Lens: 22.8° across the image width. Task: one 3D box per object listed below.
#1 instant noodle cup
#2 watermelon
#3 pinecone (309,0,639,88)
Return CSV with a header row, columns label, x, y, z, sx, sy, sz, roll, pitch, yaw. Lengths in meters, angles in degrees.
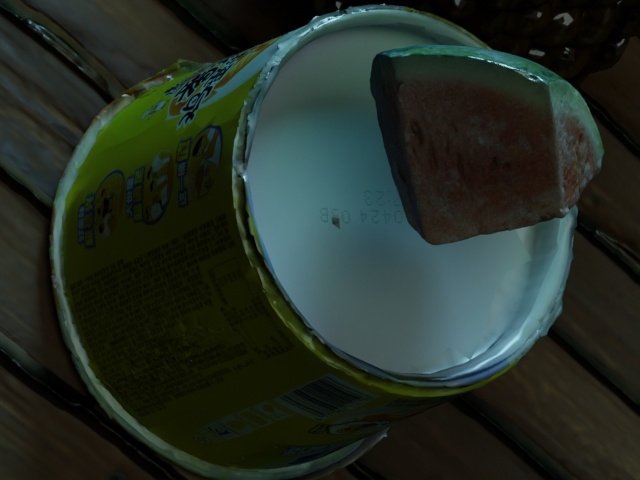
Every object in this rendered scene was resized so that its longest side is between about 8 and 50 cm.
label,x,y,z,sx,sy,sz,roll,pitch,yaw
instant noodle cup,0.000,0.000,0.675,0.205,0.153,0.204,7,75,-27
watermelon,0.055,-0.038,0.576,0.092,0.085,0.072,29,54,-43
pinecone,0.077,-0.179,0.738,0.222,0.221,0.221,7,75,-28
